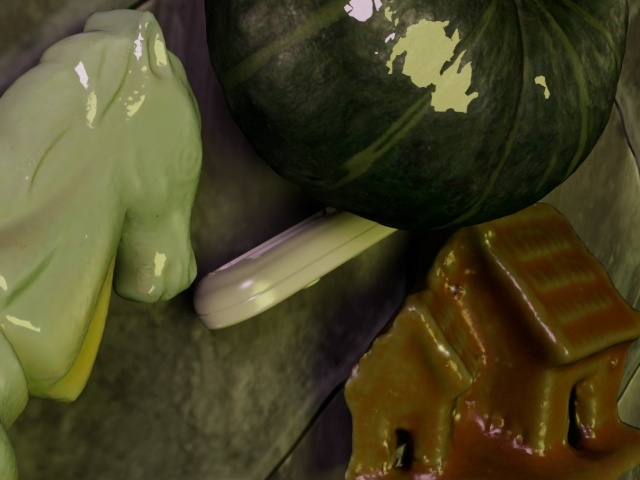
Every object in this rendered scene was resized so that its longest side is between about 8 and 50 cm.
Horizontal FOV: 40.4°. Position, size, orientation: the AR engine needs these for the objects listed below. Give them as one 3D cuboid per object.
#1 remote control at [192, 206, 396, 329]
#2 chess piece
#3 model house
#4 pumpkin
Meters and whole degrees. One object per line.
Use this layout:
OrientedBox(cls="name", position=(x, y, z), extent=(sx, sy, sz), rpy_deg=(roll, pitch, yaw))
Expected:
OrientedBox(cls="remote control", position=(0.000, 0.000, 0.642), extent=(0.221, 0.078, 0.042), rpy_deg=(-32, 99, -32))
OrientedBox(cls="chess piece", position=(-0.160, 0.008, 0.478), extent=(0.298, 0.175, 0.176), rpy_deg=(-51, 128, -37))
OrientedBox(cls="model house", position=(0.143, 0.093, 0.720), extent=(0.268, 0.173, 0.239), rpy_deg=(-10, 106, -42))
OrientedBox(cls="pumpkin", position=(0.062, -0.155, 0.574), extent=(0.300, 0.207, 0.300), rpy_deg=(4, 81, -29))
